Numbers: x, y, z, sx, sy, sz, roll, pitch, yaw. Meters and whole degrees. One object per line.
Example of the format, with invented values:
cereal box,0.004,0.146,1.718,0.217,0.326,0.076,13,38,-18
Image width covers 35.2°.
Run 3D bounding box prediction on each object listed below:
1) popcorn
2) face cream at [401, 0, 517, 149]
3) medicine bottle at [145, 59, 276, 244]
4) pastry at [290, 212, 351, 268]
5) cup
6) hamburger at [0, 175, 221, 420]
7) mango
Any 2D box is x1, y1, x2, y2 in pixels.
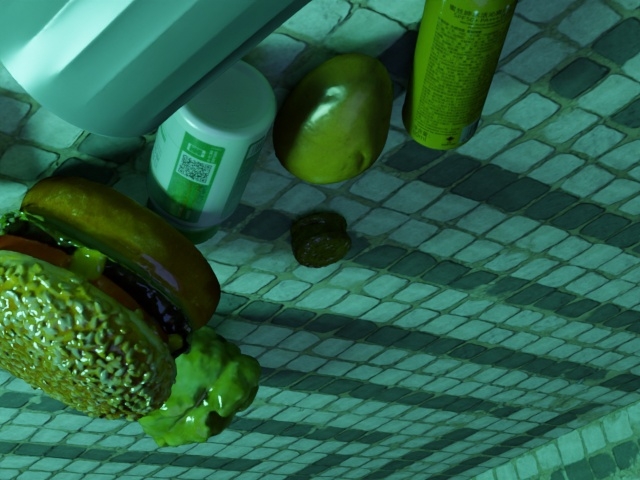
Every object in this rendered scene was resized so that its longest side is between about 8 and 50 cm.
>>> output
popcorn,-0.250,0.263,1.852,0.242,0.235,0.250,38,153,-2
face cream,0.169,-0.248,1.203,0.105,0.105,0.348,-7,151,-8
medicine bottle,-0.152,-0.105,1.308,0.134,0.133,0.274,0,148,-20
pastry,0.000,0.000,1.626,0.097,0.057,0.109,-16,152,3
cup,-0.156,-0.300,0.904,0.323,0.236,0.327,42,127,-20
hamburger,-0.313,0.084,1.359,0.330,0.250,0.330,27,158,12
mango,0.024,-0.157,1.310,0.147,0.109,0.227,26,140,-13
